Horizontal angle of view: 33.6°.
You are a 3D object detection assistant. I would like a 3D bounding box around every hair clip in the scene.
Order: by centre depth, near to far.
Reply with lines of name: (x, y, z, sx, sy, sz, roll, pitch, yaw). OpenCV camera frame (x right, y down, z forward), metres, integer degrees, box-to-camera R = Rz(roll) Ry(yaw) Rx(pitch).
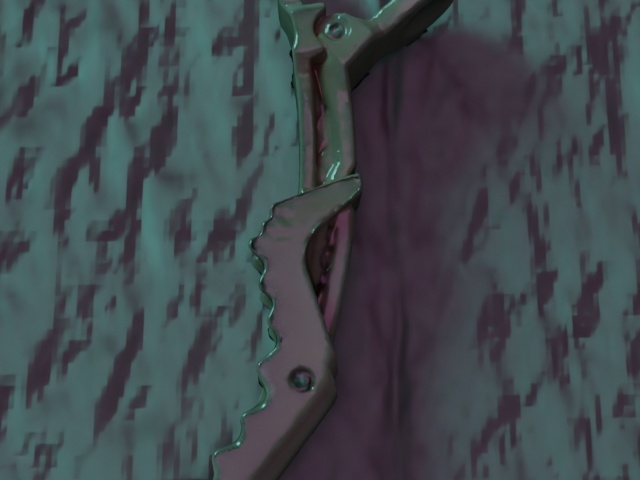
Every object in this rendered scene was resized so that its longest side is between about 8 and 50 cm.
hair clip: (0.000, 0.000, 0.357, 0.072, 0.034, 0.225, 8, 77, 1)
